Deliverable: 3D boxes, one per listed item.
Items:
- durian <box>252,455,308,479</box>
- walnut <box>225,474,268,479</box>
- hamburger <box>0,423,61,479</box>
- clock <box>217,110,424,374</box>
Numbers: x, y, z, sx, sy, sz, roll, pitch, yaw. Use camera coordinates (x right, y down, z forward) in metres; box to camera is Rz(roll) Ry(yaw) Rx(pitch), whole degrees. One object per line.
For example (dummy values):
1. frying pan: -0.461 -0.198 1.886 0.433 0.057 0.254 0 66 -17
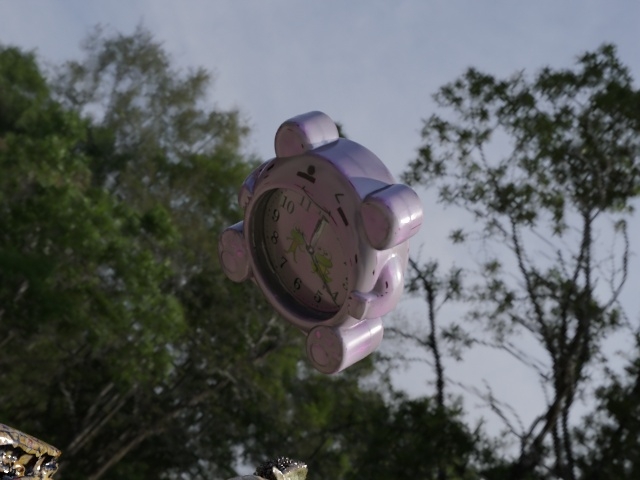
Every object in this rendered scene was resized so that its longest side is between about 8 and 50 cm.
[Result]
1. durian: -0.095 0.473 1.837 0.091 0.148 0.188 27 -29 17
2. walnut: -0.144 0.495 1.633 0.207 0.159 0.159 -36 -79 31
3. hamburger: -0.278 0.215 0.651 0.107 0.231 0.231 58 -18 30
4. clock: 0.000 0.000 1.362 0.295 0.113 0.322 44 -45 23
